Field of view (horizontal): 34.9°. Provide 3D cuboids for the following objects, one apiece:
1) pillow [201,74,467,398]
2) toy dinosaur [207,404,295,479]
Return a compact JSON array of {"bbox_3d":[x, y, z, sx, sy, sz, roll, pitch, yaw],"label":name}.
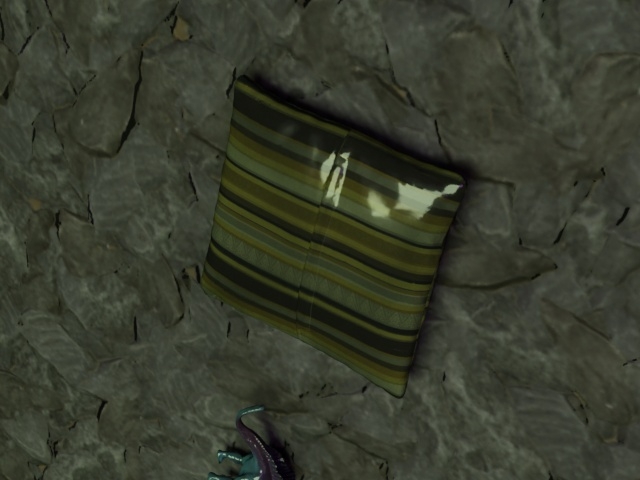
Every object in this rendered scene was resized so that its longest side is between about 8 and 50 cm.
[{"bbox_3d":[0.000,0.000,0.816,0.208,0.052,0.212,27,123,22],"label":"pillow"},{"bbox_3d":[-0.066,0.228,0.976,0.080,0.045,0.197,7,124,14],"label":"toy dinosaur"}]
